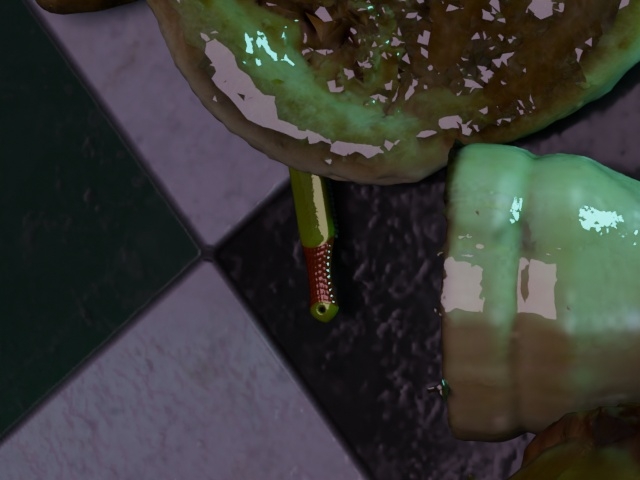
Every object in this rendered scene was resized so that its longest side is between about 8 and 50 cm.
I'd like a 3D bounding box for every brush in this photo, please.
[{"bbox_3d":[0.000,0.000,0.847,0.018,0.021,0.083,-11,80,22],"label":"brush"}]

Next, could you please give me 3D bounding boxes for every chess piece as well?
[{"bbox_3d":[0.202,0.026,0.719,0.300,0.137,0.137,1,90,13],"label":"chess piece"}]

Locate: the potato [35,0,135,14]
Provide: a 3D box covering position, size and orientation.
[{"bbox_3d":[-0.117,-0.145,0.888,0.083,0.040,0.051,-10,74,22],"label":"potato"}]

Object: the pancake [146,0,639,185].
[{"bbox_3d":[0.030,-0.159,0.800,0.282,0.049,0.282,4,104,17],"label":"pancake"}]

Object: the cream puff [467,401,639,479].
[{"bbox_3d":[0.179,0.216,0.645,0.350,0.228,0.350,37,136,48],"label":"cream puff"}]
